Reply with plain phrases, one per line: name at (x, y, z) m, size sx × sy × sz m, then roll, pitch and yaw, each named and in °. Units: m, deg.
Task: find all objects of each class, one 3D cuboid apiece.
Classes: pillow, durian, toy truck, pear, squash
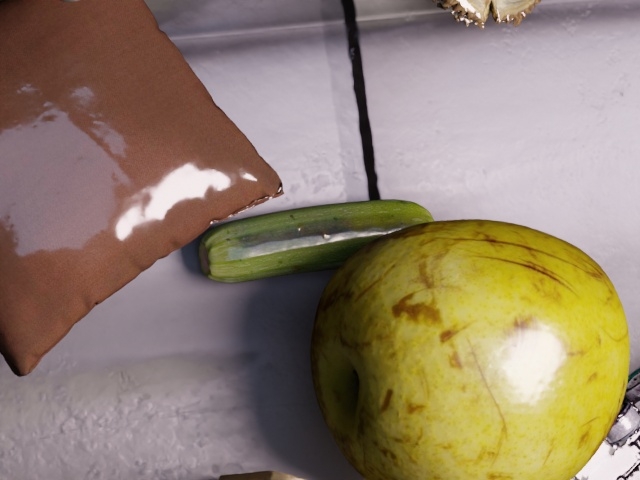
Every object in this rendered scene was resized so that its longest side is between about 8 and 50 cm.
pillow at (-0.238, -0.083, 1.461) m, size 0.308 × 0.108 × 0.305 m, roll -36°, pitch 91°, yaw -14°
durian at (0.149, -0.293, 1.594) m, size 0.148 × 0.091 × 0.188 m, roll 17°, pitch 80°, yaw -24°
toy truck at (0.284, 0.211, 1.548) m, size 0.253 × 0.124 × 0.114 m, roll -42°, pitch 93°, yaw -13°
pear at (0.132, 0.108, 1.450) m, size 0.283 × 0.283 × 0.283 m, roll 2°, pitch 83°, yaw -14°
squash at (0.000, 0.000, 1.535) m, size 0.229 × 0.066 × 0.066 m, roll -8°, pitch 85°, yaw -14°

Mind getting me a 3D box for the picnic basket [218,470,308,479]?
picnic basket at (0.040, 0.326, 1.423) m, size 0.313 × 0.228 × 0.175 m, roll 19°, pitch 77°, yaw -12°
